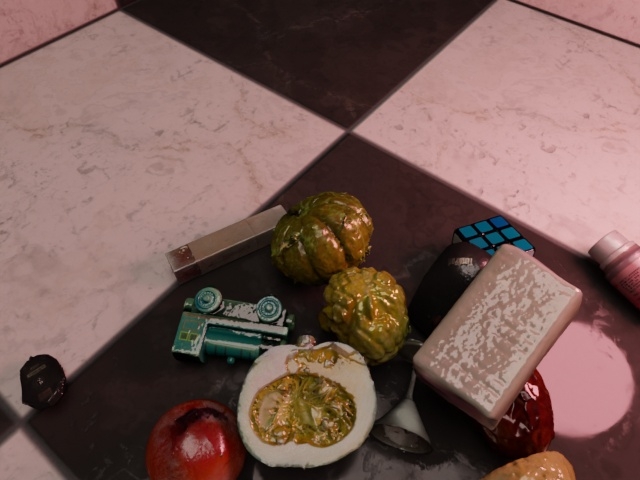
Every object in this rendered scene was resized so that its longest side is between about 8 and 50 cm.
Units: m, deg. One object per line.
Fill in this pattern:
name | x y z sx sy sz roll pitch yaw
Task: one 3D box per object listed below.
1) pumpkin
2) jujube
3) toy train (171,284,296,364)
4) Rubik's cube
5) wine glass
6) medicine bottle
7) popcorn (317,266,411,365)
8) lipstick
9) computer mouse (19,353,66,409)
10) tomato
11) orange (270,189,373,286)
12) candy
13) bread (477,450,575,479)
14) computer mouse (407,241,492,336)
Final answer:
pumpkin | -0.032 0.359 1.029 0.293 0.197 0.263 3 69 -5
jujube | 0.431 0.353 1.069 0.197 0.197 0.290 -6 54 -6
toy train | -0.218 0.233 1.179 0.298 0.120 0.194 8 62 3
Rubik's cube | 0.474 0.052 1.290 0.160 0.163 0.162 -16 43 -13
wine glass | 0.213 0.364 1.084 0.156 0.156 0.232 17 53 10
medicine bottle | 0.899 0.090 1.303 0.147 0.147 0.247 -24 58 -18
popcorn | 0.108 0.200 1.140 0.237 0.251 0.206 25 42 30
lipstick | -0.262 0.008 1.356 0.371 0.076 0.080 -25 57 -18
computer mouse | -0.673 0.346 1.115 0.099 0.057 0.172 -34 51 -21
tomato | -0.260 0.440 0.967 0.208 0.184 0.208 22 32 -15
orange | 0.000 0.000 1.275 0.300 0.223 0.301 -34 24 -11
candy | 0.375 0.196 0.979 0.208 0.145 0.358 35 77 33
bread | 0.409 0.530 0.922 0.244 0.244 0.134 -16 49 -13
computer mouse | 0.341 0.139 1.177 0.170 0.269 0.100 35 24 26
